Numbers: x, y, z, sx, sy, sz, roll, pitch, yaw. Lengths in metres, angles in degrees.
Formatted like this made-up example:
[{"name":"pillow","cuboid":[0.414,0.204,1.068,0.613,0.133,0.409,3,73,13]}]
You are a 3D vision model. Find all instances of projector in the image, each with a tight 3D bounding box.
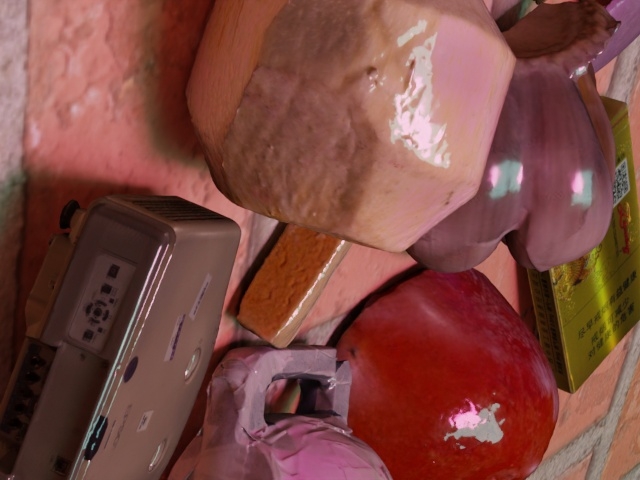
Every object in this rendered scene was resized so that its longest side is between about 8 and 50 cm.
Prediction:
[{"name":"projector","cuboid":[-0.144,0.100,0.839,0.193,0.088,0.270,-6,119,-77]}]

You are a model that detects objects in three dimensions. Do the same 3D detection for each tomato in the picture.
[{"name":"tomato","cuboid":[0.133,0.170,1.240,0.309,0.170,0.309,-36,141,-37]}]

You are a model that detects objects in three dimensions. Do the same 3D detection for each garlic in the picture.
[{"name":"garlic","cuboid":[0.172,-0.076,1.170,0.237,0.210,0.292,-77,173,-61]}]

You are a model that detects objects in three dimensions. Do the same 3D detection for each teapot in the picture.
[{"name":"teapot","cuboid":[-0.027,0.199,1.046,0.178,0.163,0.222,26,91,-53]}]

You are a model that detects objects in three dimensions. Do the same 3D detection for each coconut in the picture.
[{"name":"coconut","cuboid":[0.027,-0.113,0.839,0.197,0.237,0.237,16,103,-22]}]

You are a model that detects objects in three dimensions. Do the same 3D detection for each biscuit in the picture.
[{"name":"biscuit","cuboid":[0.000,0.000,1.035,0.188,0.052,0.056,-57,164,-7]}]

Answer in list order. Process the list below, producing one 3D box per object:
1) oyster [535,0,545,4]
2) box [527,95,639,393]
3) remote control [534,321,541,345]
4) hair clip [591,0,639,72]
[{"name":"oyster","cuboid":[0.210,-0.258,1.165,0.083,0.019,0.054,-59,147,-1]},{"name":"box","cuboid":[0.302,0.011,1.440,0.173,0.043,0.311,-43,135,-27]},{"name":"remote control","cuboid":[0.370,0.051,1.607,0.309,0.038,0.090,-34,136,-35]},{"name":"hair clip","cuboid":[0.349,-0.277,1.304,0.095,0.110,0.359,40,83,-17]}]
